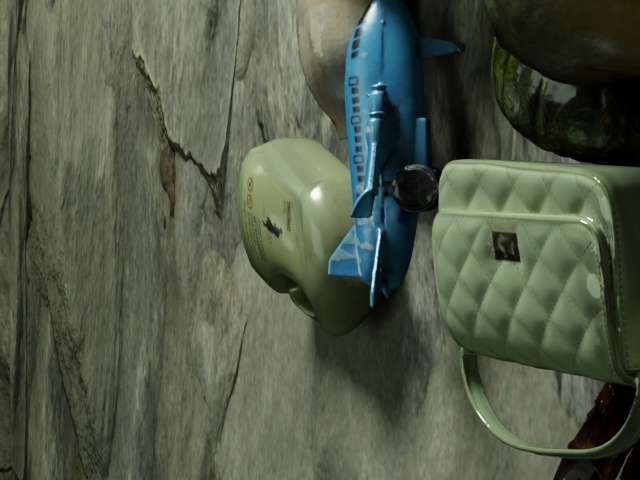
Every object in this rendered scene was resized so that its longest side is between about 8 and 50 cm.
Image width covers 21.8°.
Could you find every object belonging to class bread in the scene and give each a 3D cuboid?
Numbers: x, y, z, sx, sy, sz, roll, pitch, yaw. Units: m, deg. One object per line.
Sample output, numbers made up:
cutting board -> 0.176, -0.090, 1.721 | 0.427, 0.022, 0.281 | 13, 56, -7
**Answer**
bread -> 0.229, 0.173, 1.206 | 0.139, 0.095, 0.269 | 42, 118, 54

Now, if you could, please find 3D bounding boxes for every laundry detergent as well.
laundry detergent -> 0.000, 0.000, 1.674 | 0.253, 0.091, 0.181 | -145, 51, -60

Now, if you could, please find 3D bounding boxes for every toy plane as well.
toy plane -> 0.063, -0.080, 1.472 | 0.254, 0.105, 0.271 | -15, -66, -81

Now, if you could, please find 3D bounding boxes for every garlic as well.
garlic -> 0.027, -0.235, 1.583 | 0.148, 0.128, 0.267 | -13, 72, 54

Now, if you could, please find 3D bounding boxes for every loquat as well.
loquat -> 0.202, -0.186, 1.062 | 0.227, 0.179, 0.179 | -18, 79, 57

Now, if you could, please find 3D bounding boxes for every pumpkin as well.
pumpkin -> 0.180, -0.123, 1.225 | 0.183, 0.107, 0.119 | -131, 36, -55

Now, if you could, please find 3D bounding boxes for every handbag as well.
handbag -> 0.163, 0.051, 1.201 | 0.256, 0.079, 0.219 | 7, 98, 64
